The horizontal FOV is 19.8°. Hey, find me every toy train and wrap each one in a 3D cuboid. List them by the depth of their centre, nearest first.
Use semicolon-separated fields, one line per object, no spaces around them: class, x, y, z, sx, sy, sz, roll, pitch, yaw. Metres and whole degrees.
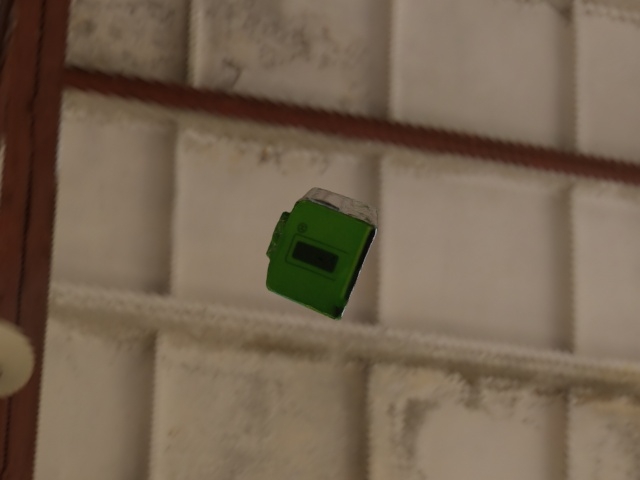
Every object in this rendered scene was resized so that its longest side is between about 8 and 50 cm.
toy train;0.000;0.000;0.860;0.042;0.209;0.044;23;-87;0
